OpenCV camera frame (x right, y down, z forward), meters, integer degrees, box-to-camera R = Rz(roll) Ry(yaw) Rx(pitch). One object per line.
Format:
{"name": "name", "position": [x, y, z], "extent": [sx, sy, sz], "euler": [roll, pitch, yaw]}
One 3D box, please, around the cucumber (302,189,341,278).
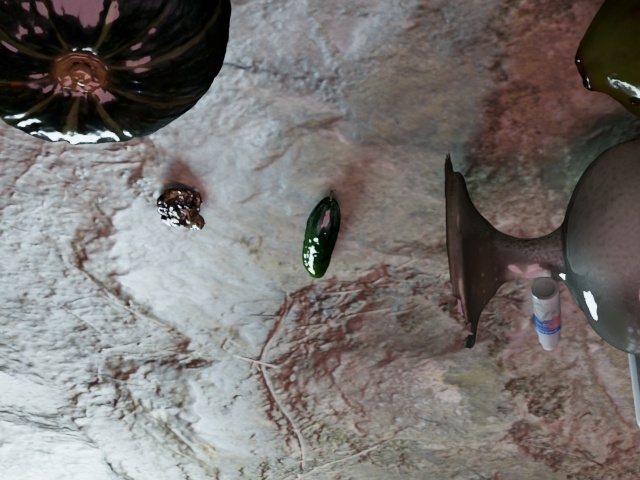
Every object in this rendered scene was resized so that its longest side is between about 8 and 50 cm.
{"name": "cucumber", "position": [0.000, 0.000, 1.572], "extent": [0.039, 0.039, 0.168], "euler": [5, 146, -5]}

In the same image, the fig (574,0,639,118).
{"name": "fig", "position": [0.339, -0.163, 1.203], "extent": [0.225, 0.203, 0.203], "euler": [-16, 141, 11]}

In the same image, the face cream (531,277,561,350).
{"name": "face cream", "position": [0.279, 0.095, 1.696], "extent": [0.034, 0.034, 0.130], "euler": [-5, 144, 9]}

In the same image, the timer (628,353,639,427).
{"name": "timer", "position": [0.489, 0.124, 1.596], "extent": [0.195, 0.192, 0.194], "euler": [17, 141, -20]}

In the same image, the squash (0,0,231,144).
{"name": "squash", "position": [-0.205, -0.196, 1.203], "extent": [0.252, 0.165, 0.252], "euler": [-1, 141, -1]}

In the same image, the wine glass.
{"name": "wine glass", "position": [0.296, 0.006, 1.416], "extent": [0.323, 0.238, 0.238], "euler": [-6, 143, 8]}

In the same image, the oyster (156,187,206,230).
{"name": "oyster", "position": [-0.158, -0.034, 1.544], "extent": [0.054, 0.019, 0.083], "euler": [-1, 144, 3]}
